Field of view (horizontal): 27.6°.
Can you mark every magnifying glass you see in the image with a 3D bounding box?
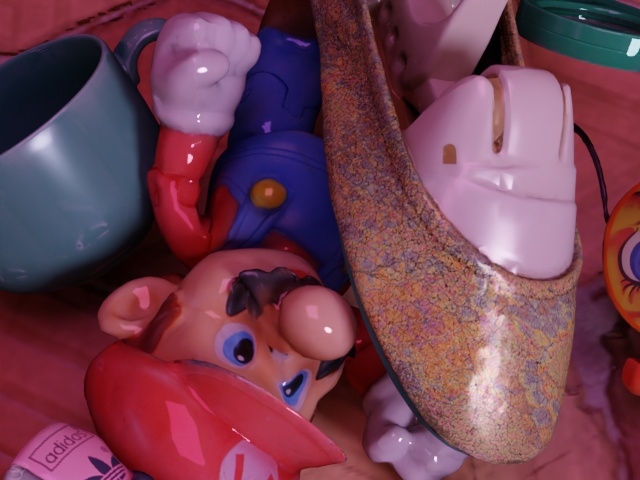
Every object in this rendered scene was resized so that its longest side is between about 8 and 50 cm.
[{"bbox_3d":[0.142,-0.136,0.760,0.092,0.026,0.231,7,22,-11],"label":"magnifying glass"}]

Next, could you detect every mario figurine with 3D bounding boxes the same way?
[{"bbox_3d":[0.000,0.000,0.648,0.198,0.170,0.320,13,54,8],"label":"mario figurine"}]

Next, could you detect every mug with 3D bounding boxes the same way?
[{"bbox_3d":[-0.133,-0.038,0.697,0.158,0.097,0.129,-19,33,20],"label":"mug"}]

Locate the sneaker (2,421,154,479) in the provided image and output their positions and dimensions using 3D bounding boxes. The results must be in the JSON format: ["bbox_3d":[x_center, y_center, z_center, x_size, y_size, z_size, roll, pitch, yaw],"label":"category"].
[{"bbox_3d":[-0.070,0.140,0.513,0.319,0.131,0.112,-2,9,18],"label":"sneaker"}]

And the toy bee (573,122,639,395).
[{"bbox_3d":[0.216,0.004,0.664,0.298,0.195,0.162,6,90,49],"label":"toy bee"}]

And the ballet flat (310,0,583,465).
[{"bbox_3d":[0.061,-0.074,0.610,0.123,0.123,0.348,-8,60,-5],"label":"ballet flat"}]
